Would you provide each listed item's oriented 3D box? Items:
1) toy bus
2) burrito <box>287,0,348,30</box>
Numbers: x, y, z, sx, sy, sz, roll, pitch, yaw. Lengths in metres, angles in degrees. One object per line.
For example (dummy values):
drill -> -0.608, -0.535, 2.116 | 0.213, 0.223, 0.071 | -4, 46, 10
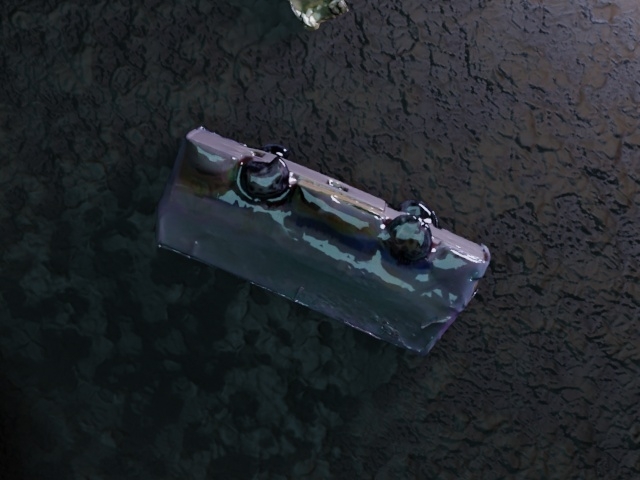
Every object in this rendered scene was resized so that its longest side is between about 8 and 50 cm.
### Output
toy bus -> 0.000, 0.000, 1.394 | 0.317, 0.112, 0.138 | 24, 102, 3
burrito -> -0.039, -0.281, 1.399 | 0.051, 0.042, 0.171 | -35, 96, 7
